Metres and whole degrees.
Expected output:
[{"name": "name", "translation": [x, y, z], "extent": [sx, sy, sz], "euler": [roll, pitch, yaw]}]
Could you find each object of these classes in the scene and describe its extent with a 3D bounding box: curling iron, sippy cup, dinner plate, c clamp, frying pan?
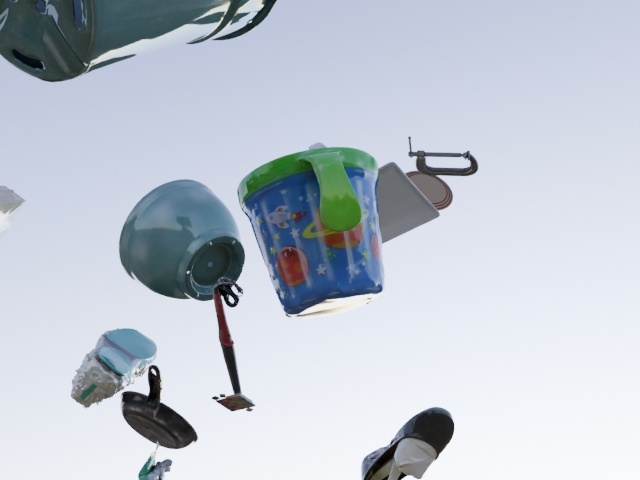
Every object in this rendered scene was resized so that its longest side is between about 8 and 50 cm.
[{"name": "curling iron", "translation": [-0.196, 0.216, 1.725], "extent": [0.068, 0.274, 0.035], "euler": [-5, 7, -9]}, {"name": "sippy cup", "translation": [0.000, 0.000, 1.246], "extent": [0.240, 0.224, 0.305], "euler": [-19, -17, 22]}, {"name": "dinner plate", "translation": [0.257, -0.125, 1.900], "extent": [0.141, 0.017, 0.141], "euler": [19, -32, 12]}, {"name": "c clamp", "translation": [0.269, -0.176, 1.710], "extent": [0.160, 0.022, 0.137], "euler": [5, -28, 6]}, {"name": "frying pan", "translation": [-0.332, 0.374, 1.657], "extent": [0.197, 0.053, 0.326], "euler": [37, -34, -9]}]

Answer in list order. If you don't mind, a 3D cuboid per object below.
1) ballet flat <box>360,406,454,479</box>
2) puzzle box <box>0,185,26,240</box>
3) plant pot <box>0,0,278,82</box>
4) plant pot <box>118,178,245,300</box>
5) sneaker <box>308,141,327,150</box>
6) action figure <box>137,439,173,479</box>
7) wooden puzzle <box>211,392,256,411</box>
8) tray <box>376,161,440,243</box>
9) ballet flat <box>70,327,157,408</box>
[{"name": "ballet flat", "translation": [0.165, 0.424, 1.502], "extent": [0.095, 0.096, 0.280], "euler": [31, -47, -5]}, {"name": "puzzle box", "translation": [-0.676, 0.086, 1.301], "extent": [0.052, 0.409, 0.272], "euler": [35, 6, 2]}, {"name": "plant pot", "translation": [-0.272, -0.382, 1.029], "extent": [0.341, 0.334, 0.341], "euler": [20, -50, 26]}, {"name": "plant pot", "translation": [-0.303, 0.027, 1.857], "extent": [0.196, 0.293, 0.293], "euler": [34, -9, 39]}, {"name": "sneaker", "translation": [0.054, -0.144, 1.626], "extent": [0.092, 0.229, 0.087], "euler": [-35, -44, -7]}, {"name": "action figure", "translation": [-0.313, 0.466, 1.468], "extent": [0.063, 0.137, 0.232], "euler": [0, -4, -5]}, {"name": "wooden puzzle", "translation": [-0.143, 0.274, 1.318], "extent": [0.049, 0.006, 0.083], "euler": [-18, -39, 22]}, {"name": "tray", "translation": [0.085, -0.054, 1.495], "extent": [0.270, 0.030, 0.145], "euler": [-27, -62, 38]}, {"name": "ballet flat", "translation": [-0.499, 0.300, 1.846], "extent": [0.146, 0.147, 0.409], "euler": [2, 1, 1]}]
